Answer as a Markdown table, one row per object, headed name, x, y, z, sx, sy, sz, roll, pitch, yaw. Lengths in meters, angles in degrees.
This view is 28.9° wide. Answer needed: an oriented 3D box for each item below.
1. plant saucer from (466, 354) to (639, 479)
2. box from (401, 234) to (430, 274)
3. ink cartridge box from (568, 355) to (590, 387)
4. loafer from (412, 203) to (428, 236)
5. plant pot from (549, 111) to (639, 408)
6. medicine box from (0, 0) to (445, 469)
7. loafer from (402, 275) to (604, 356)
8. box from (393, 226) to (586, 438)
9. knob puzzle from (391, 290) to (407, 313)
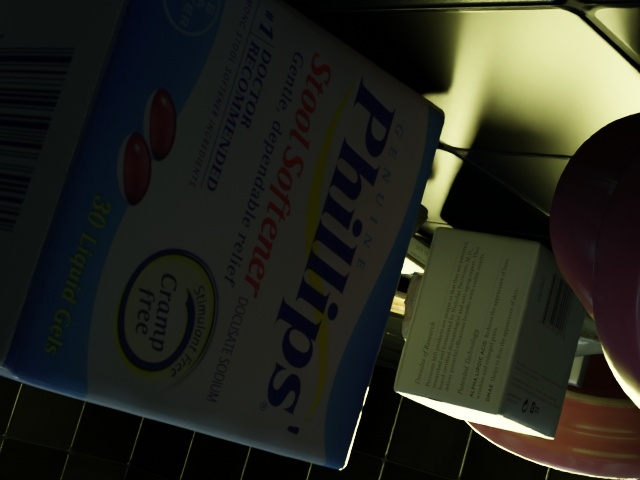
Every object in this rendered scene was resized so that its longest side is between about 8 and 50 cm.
| name | x | y | z | sx | sy | sz | roll | pitch | yaw |
| --- | --- | --- | --- | --- | --- | --- | --- | --- | --- |
| plant saucer | 0.346 | 0.200 | 1.624 | 0.332 | 0.084 | 0.332 | 5 | -163 | -2 |
| box | 0.000 | 0.000 | 1.397 | 0.225 | 0.037 | 0.136 | 2 | 161 | 36 |
| ink cartridge box | 0.266 | 0.117 | 1.533 | 0.135 | 0.099 | 0.056 | 14 | 172 | 21 |
| loafer | 0.008 | -0.002 | 1.233 | 0.092 | 0.102 | 0.268 | 48 | 145 | -5 |
| plant pot | 0.220 | 0.004 | 0.673 | 0.201 | 0.201 | 0.180 | 19 | -174 | -17 |
| medicine box | -0.085 | -0.018 | 0.794 | 0.149 | 0.264 | 0.289 | 9 | 168 | 43 |
| loafer | 0.248 | 0.106 | 1.451 | 0.319 | 0.112 | 0.112 | 11 | 167 | 27 |
| box | 0.185 | 0.099 | 1.300 | 0.119 | 0.182 | 0.181 | 10 | 170 | 32 |
| knob puzzle | 0.102 | 0.077 | 1.816 | 0.213 | 0.030 | 0.213 | 17 | 172 | 2 |
